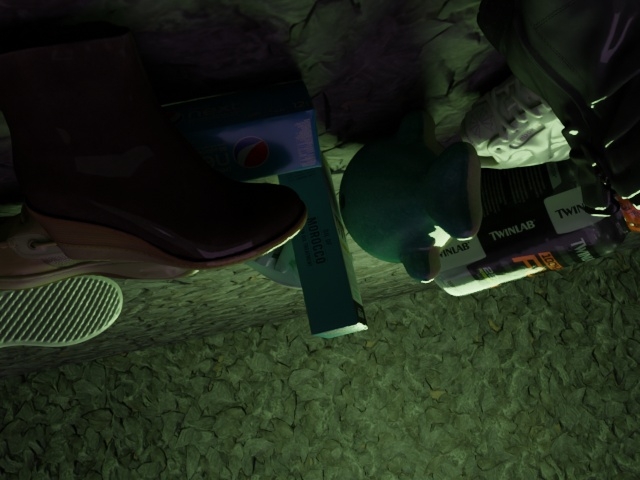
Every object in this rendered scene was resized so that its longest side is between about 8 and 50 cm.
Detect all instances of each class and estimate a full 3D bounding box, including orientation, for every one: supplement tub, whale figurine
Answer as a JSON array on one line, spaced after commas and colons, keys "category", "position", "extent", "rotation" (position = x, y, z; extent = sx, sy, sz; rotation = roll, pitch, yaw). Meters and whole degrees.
[{"category": "supplement tub", "position": [0.339, -0.046, 0.954], "extent": [0.338, 0.207, 0.207], "rotation": [-22, 163, 33]}, {"category": "whale figurine", "position": [0.104, -0.054, 0.724], "extent": [0.141, 0.216, 0.272], "rotation": [-3, -176, -9]}]

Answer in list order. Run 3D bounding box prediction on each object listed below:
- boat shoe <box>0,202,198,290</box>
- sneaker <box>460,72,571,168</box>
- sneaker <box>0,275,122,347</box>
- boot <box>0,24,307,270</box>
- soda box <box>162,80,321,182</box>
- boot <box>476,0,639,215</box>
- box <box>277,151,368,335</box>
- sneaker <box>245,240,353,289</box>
[{"category": "boat shoe", "position": [-0.315, -0.017, 0.723], "extent": [0.340, 0.110, 0.122], "rotation": [-2, -152, -12]}, {"category": "sneaker", "position": [0.248, -0.146, 0.672], "extent": [0.152, 0.114, 0.305], "rotation": [-14, 166, 2]}, {"category": "sneaker", "position": [-0.421, 0.078, 0.770], "extent": [0.282, 0.102, 0.161], "rotation": [-3, -167, -44]}, {"category": "boot", "position": [-0.138, -0.073, 0.497], "extent": [0.248, 0.090, 0.207], "rotation": [-5, 130, -4]}, {"category": "soda box", "position": [-0.109, -0.099, 0.590], "extent": [0.210, 0.071, 0.067], "rotation": [-11, 130, -4]}, {"category": "boot", "position": [0.209, -0.148, 0.382], "extent": [0.118, 0.223, 0.338], "rotation": [-26, 166, 9]}, {"category": "box", "position": [0.000, 0.000, 0.760], "extent": [0.060, 0.244, 0.100], "rotation": [-15, 166, 8]}, {"category": "sneaker", "position": [-0.082, 0.001, 0.833], "extent": [0.255, 0.094, 0.151], "rotation": [17, 170, 12]}]
